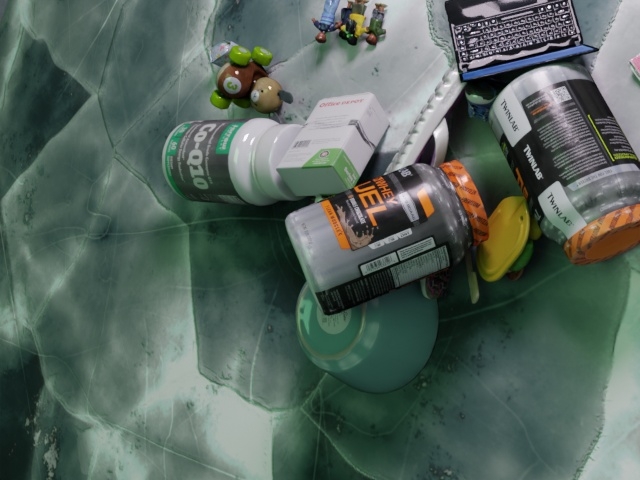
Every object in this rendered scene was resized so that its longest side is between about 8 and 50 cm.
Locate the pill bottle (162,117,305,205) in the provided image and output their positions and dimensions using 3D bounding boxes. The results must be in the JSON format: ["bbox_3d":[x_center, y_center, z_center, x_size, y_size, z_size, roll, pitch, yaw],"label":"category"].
[{"bbox_3d":[-0.187,-0.186,1.891,0.361,0.204,0.204,5,85,40],"label":"pill bottle"}]

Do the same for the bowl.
[{"bbox_3d":[0.067,0.159,1.643,0.312,0.163,0.311,-8,78,39],"label":"bowl"}]

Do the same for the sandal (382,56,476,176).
[{"bbox_3d":[0.220,-0.185,1.610,0.102,0.169,0.416,30,105,-2],"label":"sandal"}]

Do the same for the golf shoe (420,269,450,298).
[{"bbox_3d":[0.211,0.033,1.611,0.086,0.068,0.186,-23,58,45],"label":"golf shoe"}]

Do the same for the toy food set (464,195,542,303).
[{"bbox_3d":[0.350,0.013,1.480,0.218,0.071,0.128,119,154,-46],"label":"toy food set"}]

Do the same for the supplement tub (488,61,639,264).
[{"bbox_3d":[0.431,-0.129,1.368,0.194,0.194,0.316,-35,61,30],"label":"supplement tub"}]

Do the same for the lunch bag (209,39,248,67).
[{"bbox_3d":[-0.233,-0.482,2.069,0.083,0.071,0.053,-20,66,38],"label":"lunch bag"}]

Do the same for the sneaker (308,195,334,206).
[{"bbox_3d":[0.000,0.000,1.728,0.162,0.106,0.281,-60,12,30],"label":"sneaker"}]

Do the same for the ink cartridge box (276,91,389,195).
[{"bbox_3d":[0.030,-0.206,1.723,0.160,0.092,0.219,2,50,40],"label":"ink cartridge box"}]

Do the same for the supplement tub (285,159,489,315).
[{"bbox_3d":[0.122,-0.012,1.476,0.338,0.207,0.207,-22,64,-2],"label":"supplement tub"}]

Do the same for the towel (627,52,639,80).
[{"bbox_3d":[0.634,-0.311,1.338,0.197,0.029,0.144,-41,60,27],"label":"towel"}]

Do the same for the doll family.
[{"bbox_3d":[0.063,-0.494,1.827,0.193,0.076,0.111,22,101,45],"label":"doll family"}]

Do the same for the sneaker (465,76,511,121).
[{"bbox_3d":[0.314,-0.261,1.498,0.080,0.211,0.081,22,109,18],"label":"sneaker"}]

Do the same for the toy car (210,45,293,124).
[{"bbox_3d":[-0.149,-0.356,1.942,0.188,0.149,0.155,44,123,23],"label":"toy car"}]

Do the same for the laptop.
[{"bbox_3d":[0.353,-0.391,1.453,0.234,0.136,0.264,-11,68,12],"label":"laptop"}]
